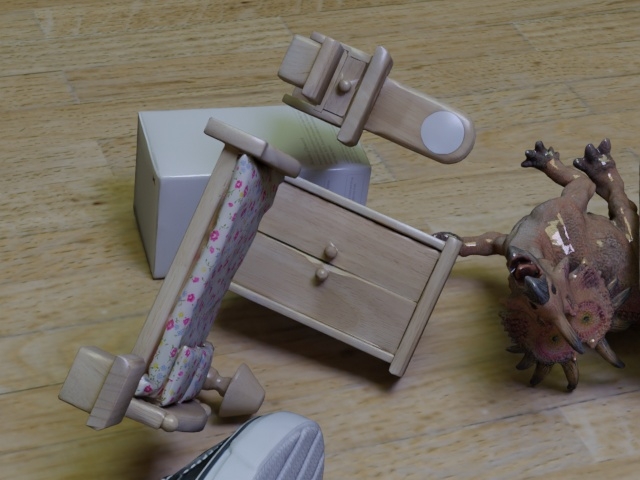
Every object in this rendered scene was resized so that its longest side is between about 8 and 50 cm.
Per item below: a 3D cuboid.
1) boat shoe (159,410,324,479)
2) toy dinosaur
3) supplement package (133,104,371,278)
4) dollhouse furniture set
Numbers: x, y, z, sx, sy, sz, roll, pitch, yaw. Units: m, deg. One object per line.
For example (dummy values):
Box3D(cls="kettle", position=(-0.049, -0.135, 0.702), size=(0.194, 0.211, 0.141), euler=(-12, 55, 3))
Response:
Box3D(cls="boat shoe", position=(-0.105, 0.202, 0.975), size=(0.119, 0.121, 0.335), euler=(7, 26, 24))
Box3D(cls="toy dinosaur", position=(0.225, 0.028, 1.277), size=(0.295, 0.127, 0.200), euler=(-2, 44, -33))
Box3D(cls="supplement package", position=(-0.061, -0.044, 1.325), size=(0.179, 0.105, 0.105), euler=(-3, 38, -16))
Box3D(cls="dollhouse furniture set", position=(0.000, 0.000, 1.071), size=(0.173, 0.303, 0.355), euler=(24, 1, 6))
